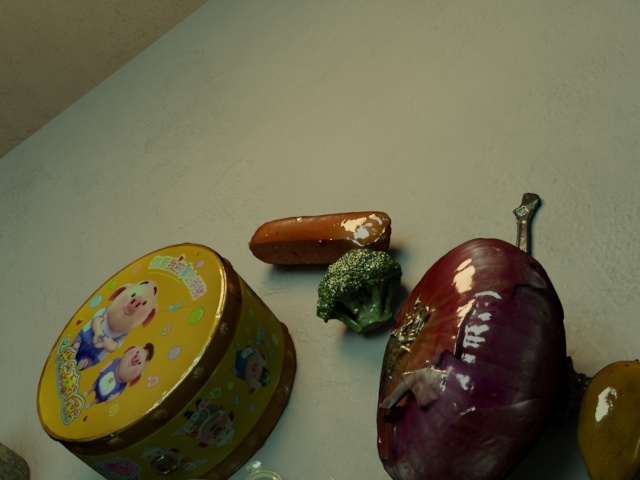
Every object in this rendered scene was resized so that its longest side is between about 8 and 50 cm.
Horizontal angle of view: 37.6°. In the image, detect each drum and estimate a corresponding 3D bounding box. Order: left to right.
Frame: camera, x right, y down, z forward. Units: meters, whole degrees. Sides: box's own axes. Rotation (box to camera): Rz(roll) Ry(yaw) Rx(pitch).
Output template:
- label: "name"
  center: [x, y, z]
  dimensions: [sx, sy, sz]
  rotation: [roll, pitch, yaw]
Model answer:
- label: "drum"
  center: [-0.266, 0.227, 1.627]
  dimensions: [0.431, 0.214, 0.431]
  rotation: [-25, 38, 21]

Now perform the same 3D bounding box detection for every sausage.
- label: "sausage"
  center: [0.000, 0.000, 1.739]
  dimensions: [0.330, 0.102, 0.102]
  rotation: [-2, 49, 43]

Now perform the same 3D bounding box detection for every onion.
- label: "onion"
  center: [0.218, 0.176, 1.214]
  dimensions: [0.347, 0.285, 0.348]
  rotation: [-163, 90, -85]

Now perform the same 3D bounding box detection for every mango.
- label: "mango"
  center: [0.364, 0.217, 1.133]
  dimensions: [0.084, 0.105, 0.159]
  rotation: [-25, 37, 53]

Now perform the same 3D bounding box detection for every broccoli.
- label: "broccoli"
  center: [0.062, 0.083, 1.562]
  dimensions: [0.162, 0.146, 0.138]
  rotation: [-20, 68, 3]

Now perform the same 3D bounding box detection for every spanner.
- label: "spanner"
  center: [0.328, -0.003, 1.502]
  dimensions: [0.046, 0.012, 0.208]
  rotation: [-16, 40, 30]

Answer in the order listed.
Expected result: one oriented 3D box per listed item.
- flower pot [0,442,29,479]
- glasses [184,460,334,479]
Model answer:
- label: "flower pot"
  center: [-0.733, 0.425, 1.783]
  dimensions: [0.299, 0.283, 0.299]
  rotation: [-26, 37, 21]
- label: "glasses"
  center: [-0.111, 0.384, 1.331]
  dimensions: [0.189, 0.220, 0.088]
  rotation: [0, 89, 42]
